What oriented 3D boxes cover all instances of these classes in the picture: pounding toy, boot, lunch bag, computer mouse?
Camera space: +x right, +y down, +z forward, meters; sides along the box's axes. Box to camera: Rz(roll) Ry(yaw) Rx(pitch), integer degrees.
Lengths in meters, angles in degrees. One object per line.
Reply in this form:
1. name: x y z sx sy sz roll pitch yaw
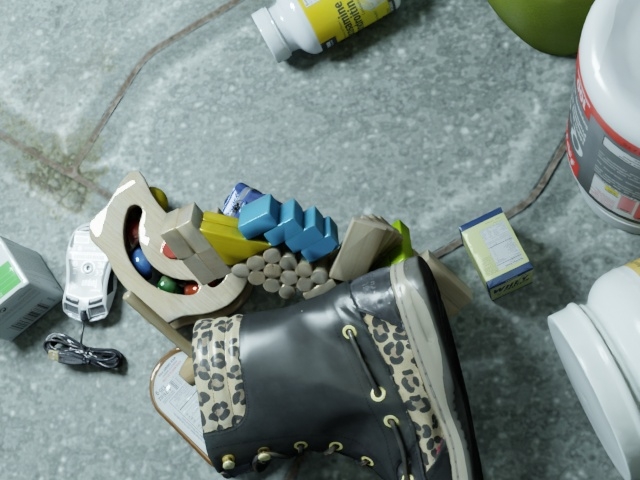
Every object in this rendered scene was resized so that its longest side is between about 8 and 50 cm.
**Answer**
1. pounding toy: -0.171 0.028 1.138 0.154 0.155 0.269 -35 79 -7
2. boot: 0.027 0.225 1.039 0.284 0.138 0.377 -12 98 11
3. lunch bag: -0.089 -0.032 1.180 0.065 0.098 0.067 27 88 20
4. computer mouse: -0.304 0.072 1.230 0.106 0.042 0.193 4 79 9

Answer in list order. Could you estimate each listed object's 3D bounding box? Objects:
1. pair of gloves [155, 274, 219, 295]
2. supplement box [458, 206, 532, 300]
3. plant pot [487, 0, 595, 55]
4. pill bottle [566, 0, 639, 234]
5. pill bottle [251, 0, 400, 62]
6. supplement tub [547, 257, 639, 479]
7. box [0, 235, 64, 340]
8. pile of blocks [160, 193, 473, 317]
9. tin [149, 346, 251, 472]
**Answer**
1. pair of gloves: -0.174 0.064 1.220 0.083 0.010 0.074 -32 74 4
2. supplement box: 0.211 0.018 1.111 0.056 0.083 0.083 -26 71 5
3. plant pot: 0.290 -0.338 1.076 0.274 0.293 0.275 -3 74 11
4. pill bottle: 0.367 -0.129 0.968 0.210 0.363 0.210 -3 75 11
5. pill bottle: 0.006 -0.313 1.231 0.184 0.103 0.103 -29 72 4
6. supplement tub: 0.424 0.103 0.968 0.316 0.228 0.228 -24 72 5
7. box: -0.418 0.064 1.224 0.101 0.102 0.087 -39 69 1
8. pile of blocks: 0.000 0.000 1.086 0.362 0.113 0.149 18 122 -13
9. tin: -0.135 0.211 1.162 0.189 0.040 0.106 40 91 18
